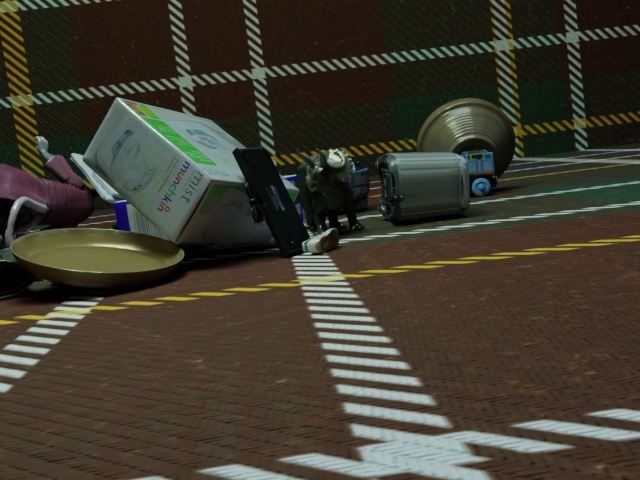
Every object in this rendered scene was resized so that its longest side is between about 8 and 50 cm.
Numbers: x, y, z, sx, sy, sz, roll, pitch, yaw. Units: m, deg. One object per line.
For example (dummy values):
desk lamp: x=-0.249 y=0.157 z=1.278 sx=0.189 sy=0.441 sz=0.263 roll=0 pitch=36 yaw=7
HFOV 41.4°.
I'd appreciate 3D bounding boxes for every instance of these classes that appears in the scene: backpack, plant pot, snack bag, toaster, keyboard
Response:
backpack: x=0.039 y=-0.121 z=1.924 sx=0.158 sy=0.116 sz=0.173 roll=-7 pitch=6 yaw=-4
plant pot: x=0.352 y=-0.209 z=2.014 sx=0.237 sy=0.237 sz=0.109 roll=-7 pitch=30 yaw=2
plant pot: x=-0.312 y=0.025 z=1.195 sx=0.236 sy=0.032 sz=0.236 roll=5 pitch=14 yaw=-1
snack bag: x=-0.377 y=-0.122 z=1.937 sx=0.323 sy=0.037 sz=0.342 roll=10 pitch=15 yaw=-32
toaster: x=0.188 y=-0.103 z=1.572 sx=0.147 sy=0.129 sz=0.227 roll=-5 pitch=5 yaw=-3
keyboard: x=-0.081 y=-0.059 z=1.284 sx=0.023 sy=0.180 sz=0.108 roll=-32 pitch=-10 yaw=30

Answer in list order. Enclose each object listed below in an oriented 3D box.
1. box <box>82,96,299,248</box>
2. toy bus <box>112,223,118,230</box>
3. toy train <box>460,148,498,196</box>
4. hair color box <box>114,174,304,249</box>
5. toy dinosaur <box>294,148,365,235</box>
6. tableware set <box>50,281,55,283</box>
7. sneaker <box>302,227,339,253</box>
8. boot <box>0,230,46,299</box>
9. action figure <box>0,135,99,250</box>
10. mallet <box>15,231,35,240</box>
box: x=-0.205 y=-0.102 z=1.378 sx=0.231 sy=0.126 sz=0.262 roll=39 pitch=16 yaw=24
toy bus: x=-0.412 y=-0.072 z=2.039 sx=0.191 sy=0.104 sz=0.202 roll=-8 pitch=6 yaw=-10
toy train: x=0.311 y=-0.149 z=1.931 sx=0.184 sy=0.105 sz=0.080 roll=-6 pitch=6 yaw=2
hair color box: x=-0.211 y=-0.055 z=1.673 sx=0.185 sy=0.110 sz=0.339 roll=-3 pitch=9 yaw=40
toy dinosaur: x=0.005 y=-0.096 z=1.553 sx=0.121 sy=0.160 sz=0.313 roll=-8 pitch=7 yaw=-9
tableware set: x=-0.319 y=0.047 z=1.270 sx=0.141 sy=0.020 sz=0.169 roll=-12 pitch=8 yaw=-39
sneaker: x=0.000 y=0.000 z=1.285 sx=0.037 sy=0.031 sz=0.083 roll=-3 pitch=7 yaw=27
boot: x=-0.449 y=0.035 z=1.276 sx=0.190 sy=0.076 sz=0.208 roll=-24 pitch=6 yaw=-23
action figure: x=-0.604 y=-0.096 z=1.851 sx=0.276 sy=0.248 sz=0.370 roll=11 pitch=10 yaw=34
mallet: x=-0.530 y=0.021 z=1.693 sx=0.039 sy=0.062 sz=0.190 roll=-2 pitch=-7 yaw=29
